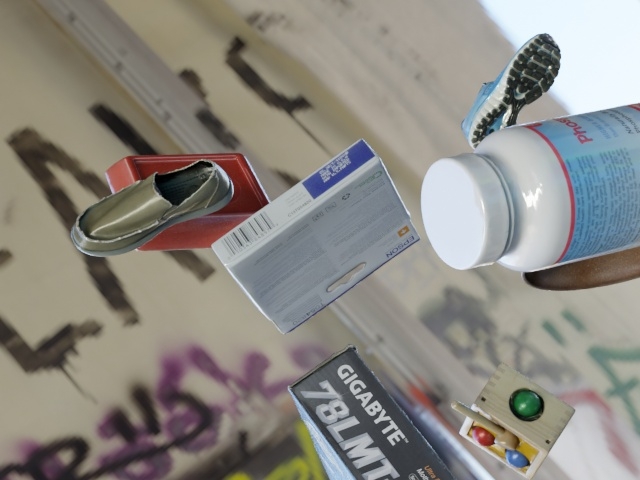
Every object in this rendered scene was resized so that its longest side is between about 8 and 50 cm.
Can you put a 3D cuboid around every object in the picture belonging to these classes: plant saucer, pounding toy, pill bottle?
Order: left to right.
[{"bbox_3d":[-0.201,-0.074,2.358,0.259,0.258,0.048,-2,-57,-20],"label":"plant saucer"},{"bbox_3d":[0.233,0.228,1.810,0.100,0.130,0.141,-52,-13,-24],"label":"pounding toy"},{"bbox_3d":[0.144,-0.030,0.861,0.160,0.087,0.087,-12,-34,-28],"label":"pill bottle"},{"bbox_3d":[0.275,-0.006,1.310,0.198,0.036,0.198,-11,-21,-5],"label":"plant saucer"}]

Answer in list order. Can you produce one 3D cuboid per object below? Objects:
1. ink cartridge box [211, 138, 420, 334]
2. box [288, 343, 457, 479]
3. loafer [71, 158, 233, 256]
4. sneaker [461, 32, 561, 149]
[{"bbox_3d":[0.000,0.000,1.757,0.223,0.045,0.224,-35,-30,-2],"label":"ink cartridge box"},{"bbox_3d":[0.103,0.266,1.159,0.073,0.295,0.293,-33,-35,-11],"label":"box"},{"bbox_3d":[-0.252,-0.060,2.125,0.251,0.094,0.087,-25,-29,-11],"label":"loafer"},{"bbox_3d":[0.219,-0.183,1.719,0.063,0.073,0.162,35,-84,-30],"label":"sneaker"}]
